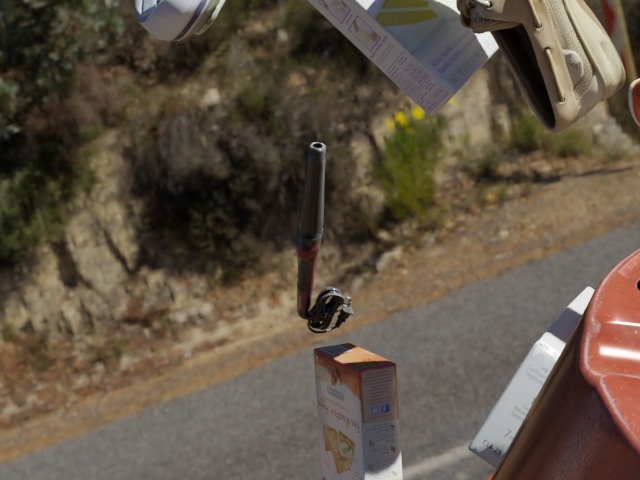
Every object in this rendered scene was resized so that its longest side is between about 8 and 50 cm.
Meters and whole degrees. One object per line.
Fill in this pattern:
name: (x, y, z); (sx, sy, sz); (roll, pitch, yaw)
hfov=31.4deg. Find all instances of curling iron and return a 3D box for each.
curling iron: (0.000, 0.000, 1.320); (0.068, 0.274, 0.035); (-4, 38, -1)

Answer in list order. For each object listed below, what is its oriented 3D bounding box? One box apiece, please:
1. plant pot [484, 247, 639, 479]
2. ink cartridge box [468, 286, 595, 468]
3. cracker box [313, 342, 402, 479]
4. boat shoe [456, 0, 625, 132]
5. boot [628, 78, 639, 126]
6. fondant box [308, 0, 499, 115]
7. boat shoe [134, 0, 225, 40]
plant pot: (0.200, 0.155, 0.583); (0.273, 0.265, 0.272); (6, 42, -5)
ink cartridge box: (0.259, 0.087, 1.111); (0.060, 0.238, 0.275); (33, 19, 15)
cracker box: (0.054, 0.280, 1.665); (0.067, 0.232, 0.156); (-8, 9, -24)
boat shoe: (0.214, -0.280, 1.286); (0.110, 0.341, 0.122); (-39, 11, -9)
boot: (0.386, -0.110, 1.222); (0.059, 0.158, 0.084); (-32, 13, -6)
fondant box: (0.110, -0.358, 1.439); (0.238, 0.330, 0.096); (-47, 0, -17)
boat shoe: (-0.072, -0.256, 0.953); (0.109, 0.094, 0.302); (-38, 27, 38)
